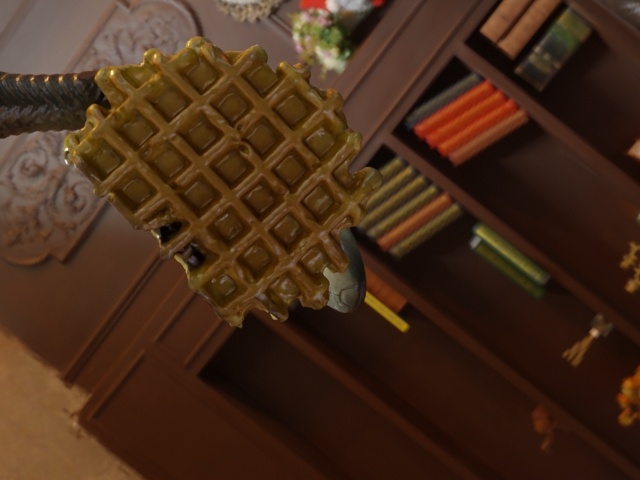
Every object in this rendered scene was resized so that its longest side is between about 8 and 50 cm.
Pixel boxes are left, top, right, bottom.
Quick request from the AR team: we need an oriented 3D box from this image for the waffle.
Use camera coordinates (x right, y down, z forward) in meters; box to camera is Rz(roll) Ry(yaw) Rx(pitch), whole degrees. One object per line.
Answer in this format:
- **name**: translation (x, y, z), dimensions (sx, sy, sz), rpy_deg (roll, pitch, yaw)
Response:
- **waffle**: translation (-0.091, -0.052, 0.832), dimensions (0.309, 0.283, 0.065), rpy_deg (3, -173, -5)

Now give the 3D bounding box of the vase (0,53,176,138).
- **vase**: translation (-0.225, -0.141, 0.879), dimensions (0.237, 0.115, 0.115), rpy_deg (-5, -158, -13)

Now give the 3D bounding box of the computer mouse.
- **computer mouse**: translation (-0.005, 0.002, 1.093), dimensions (0.068, 0.113, 0.229), rpy_deg (-9, -140, -14)
